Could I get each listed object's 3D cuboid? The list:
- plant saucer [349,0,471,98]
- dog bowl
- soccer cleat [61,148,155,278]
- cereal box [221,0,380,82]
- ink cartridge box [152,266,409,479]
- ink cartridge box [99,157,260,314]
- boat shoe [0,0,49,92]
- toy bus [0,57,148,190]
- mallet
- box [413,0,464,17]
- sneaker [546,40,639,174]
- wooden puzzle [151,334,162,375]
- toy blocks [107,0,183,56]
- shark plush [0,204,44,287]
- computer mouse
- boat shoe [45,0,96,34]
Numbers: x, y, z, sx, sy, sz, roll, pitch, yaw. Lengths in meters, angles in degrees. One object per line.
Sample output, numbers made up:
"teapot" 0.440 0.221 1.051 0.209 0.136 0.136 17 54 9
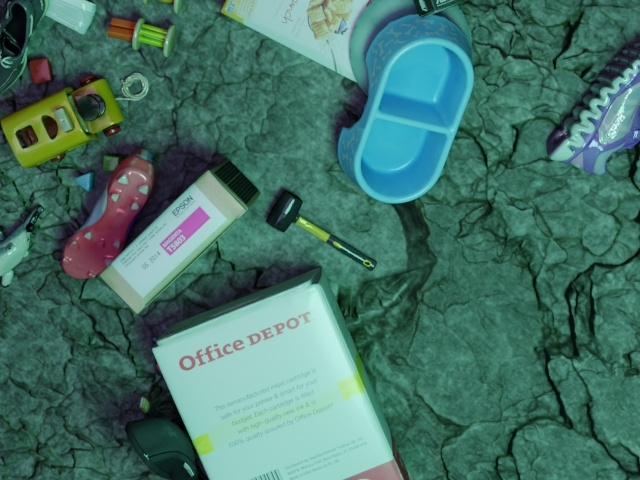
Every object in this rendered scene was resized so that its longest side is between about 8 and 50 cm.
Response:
"plant saucer" 0.142 -0.287 1.768 0.195 0.037 0.195 -3 107 -11
"dog bowl" 0.132 -0.188 1.745 0.166 0.074 0.297 11 116 -15
"soccer cleat" -0.331 -0.038 1.847 0.083 0.095 0.248 28 122 -14
"cereal box" -0.008 -0.371 1.787 0.240 0.047 0.173 26 101 0
"ink cartridge box" -0.053 0.269 1.832 0.279 0.160 0.384 -22 97 5
"ink cartridge box" -0.210 -0.012 1.783 0.235 0.193 0.088 -42 94 8
"boat shoe" -0.484 -0.302 1.793 0.075 0.065 0.206 33 122 -7
"toy bus" -0.391 -0.188 1.812 0.191 0.104 0.202 20 100 0
"mallet" 0.000 0.000 1.853 0.190 0.039 0.062 39 98 -6
"box" 0.191 -0.441 1.712 0.191 0.045 0.184 -27 97 -33
"sneaker" 0.452 -0.195 1.768 0.104 0.095 0.236 35 104 -9
"wooden puzzle" -0.246 0.193 1.911 0.049 0.006 0.083 -9 98 5
"toy blocks" -0.293 -0.360 1.805 0.148 0.054 0.123 15 99 1
"shark plush" -0.510 0.003 1.878 0.067 0.073 0.161 45 105 27
"computer mouse" -0.235 0.299 1.804 0.060 0.262 0.184 -36 57 -1
"boat shoe" -0.442 -0.370 1.813 0.184 0.066 0.063 18 99 -9
